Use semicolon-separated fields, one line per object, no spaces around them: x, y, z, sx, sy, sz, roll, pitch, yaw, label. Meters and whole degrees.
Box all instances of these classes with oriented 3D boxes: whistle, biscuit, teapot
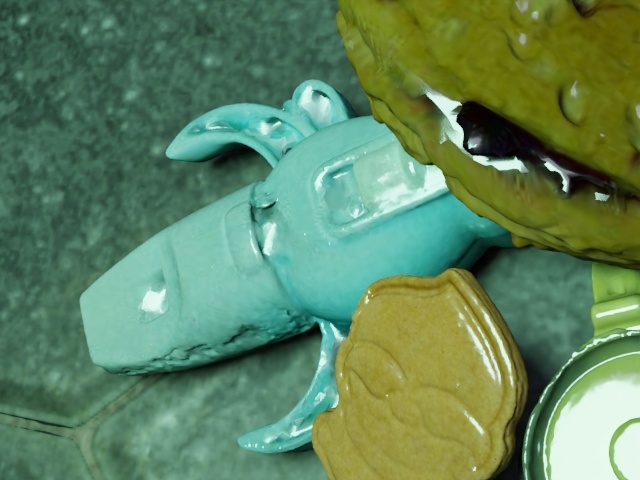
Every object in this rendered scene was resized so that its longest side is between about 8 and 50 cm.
0.000;0.000;0.622;0.274;0.093;0.186;-23;69;19;whistle
0.040;0.072;0.547;0.102;0.019;0.130;43;121;35;biscuit
0.138;0.079;0.518;0.130;0.119;0.166;-15;68;17;teapot
0.149;-0.110;0.559;0.296;0.075;0.296;2;60;-3;biscuit
